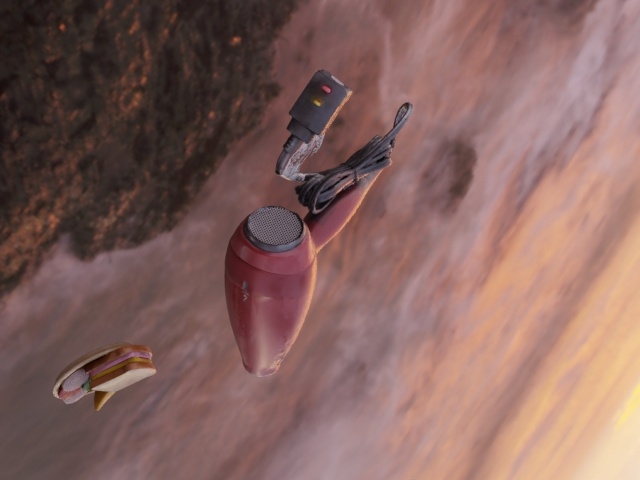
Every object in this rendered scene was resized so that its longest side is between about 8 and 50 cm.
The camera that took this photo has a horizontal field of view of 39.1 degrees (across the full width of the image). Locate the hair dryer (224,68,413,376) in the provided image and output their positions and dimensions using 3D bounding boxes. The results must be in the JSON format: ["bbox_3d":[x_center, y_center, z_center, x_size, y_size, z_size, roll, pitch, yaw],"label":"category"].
[{"bbox_3d":[0.000,0.000,0.817,0.293,0.080,0.224,-61,155,10],"label":"hair dryer"}]

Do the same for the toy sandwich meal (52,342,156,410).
[{"bbox_3d":[-0.170,0.110,0.717,0.086,0.029,0.085,-28,160,-11],"label":"toy sandwich meal"}]
